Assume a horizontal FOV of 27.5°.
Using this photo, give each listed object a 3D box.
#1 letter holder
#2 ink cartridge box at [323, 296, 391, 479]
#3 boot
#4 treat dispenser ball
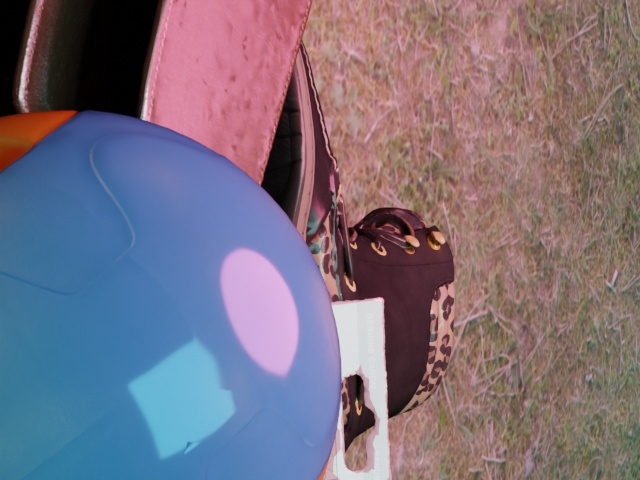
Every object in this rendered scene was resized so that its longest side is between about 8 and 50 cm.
[{"bbox_3d":[-0.121,-0.196,0.837,0.214,0.152,0.301,34,66,-51],"label":"letter holder"},{"bbox_3d":[-0.065,0.132,0.905,0.225,0.056,0.180,-5,96,-22],"label":"ink cartridge box"},{"bbox_3d":[0.000,0.000,1.061,0.284,0.138,0.377,-10,92,-62],"label":"boot"},{"bbox_3d":[-0.132,0.073,0.695,0.288,0.288,0.288,-11,103,-56],"label":"treat dispenser ball"}]
